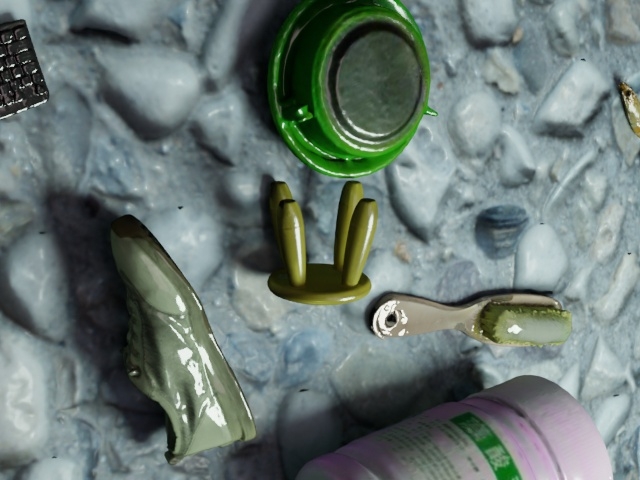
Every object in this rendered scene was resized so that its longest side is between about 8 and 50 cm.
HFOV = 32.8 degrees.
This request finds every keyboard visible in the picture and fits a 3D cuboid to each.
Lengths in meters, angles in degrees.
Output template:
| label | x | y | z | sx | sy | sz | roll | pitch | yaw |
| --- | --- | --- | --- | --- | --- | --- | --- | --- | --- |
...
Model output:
| label | x | y | z | sx | sy | sz | roll | pitch | yaw |
| --- | --- | --- | --- | --- | --- | --- | --- | --- | --- |
| keyboard | -0.355 | -0.117 | 0.931 | 0.250 | 0.017 | 0.087 | -24 | 110 | -30 |

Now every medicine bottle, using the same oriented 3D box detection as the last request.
| label | x | y | z | sx | sy | sz | roll | pitch | yaw |
| --- | --- | --- | --- | --- | --- | --- | --- | --- | --- |
| medicine bottle | 0.151 | 0.298 | 1.244 | 0.325 | 0.212 | 0.212 | -15 | 107 | -32 |

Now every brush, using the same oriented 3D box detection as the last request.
| label | x | y | z | sx | sy | sz | roll | pitch | yaw |
| --- | --- | --- | --- | --- | --- | --- | --- | --- | --- |
| brush | 0.197 | 0.099 | 1.332 | 0.312 | 0.067 | 0.072 | 5 | 96 | -34 |

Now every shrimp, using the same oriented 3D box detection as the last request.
| label | x | y | z | sx | sy | sz | roll | pitch | yaw |
| --- | --- | --- | --- | --- | --- | --- | --- | --- | --- |
| shrimp | 0.436 | -0.192 | 1.471 | 0.114 | 0.023 | 0.083 | 46 | 69 | -38 |

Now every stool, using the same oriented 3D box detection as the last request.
| label | x | y | z | sx | sy | sz | roll | pitch | yaw |
| --- | --- | --- | --- | --- | --- | --- | --- | --- | --- |
| stool | 0.000 | 0.000 | 1.138 | 0.135 | 0.134 | 0.111 | -20 | 118 | -50 |

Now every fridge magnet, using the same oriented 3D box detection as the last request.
| label | x | y | z | sx | sy | sz | roll | pitch | yaw |
| --- | --- | --- | --- | --- | --- | --- | --- | --- | --- |
| fridge magnet | 0.037 | -0.168 | 1.152 | 0.208 | 0.088 | 0.208 | -7 | 102 | -34 |

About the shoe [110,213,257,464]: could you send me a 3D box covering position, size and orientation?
| label | x | y | z | sx | sy | sz | roll | pitch | yaw |
| --- | --- | --- | --- | --- | --- | --- | --- | --- | --- |
| shoe | -0.152 | 0.102 | 1.066 | 0.098 | 0.103 | 0.275 | -28 | 113 | -16 |
